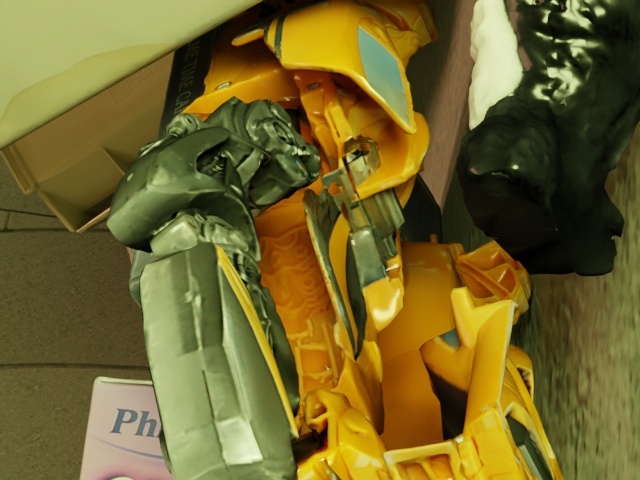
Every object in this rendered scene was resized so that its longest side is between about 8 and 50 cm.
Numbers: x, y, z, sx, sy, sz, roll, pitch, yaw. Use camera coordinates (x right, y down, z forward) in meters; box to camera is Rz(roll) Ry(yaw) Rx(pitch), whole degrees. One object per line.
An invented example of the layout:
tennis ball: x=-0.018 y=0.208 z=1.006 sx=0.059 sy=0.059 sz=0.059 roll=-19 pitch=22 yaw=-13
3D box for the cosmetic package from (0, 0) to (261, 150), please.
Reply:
cosmetic package: x=-0.065 y=-0.127 z=0.537 sx=0.309 sy=0.113 sz=0.160 roll=-19 pitch=24 yaw=48

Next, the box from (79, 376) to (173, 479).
box: x=-0.041 y=0.200 z=0.748 sx=0.213 sy=0.117 sz=0.243 roll=69 pitch=-153 yaw=-76

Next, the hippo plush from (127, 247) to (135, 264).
hippo plush: x=-0.034 y=-0.075 z=1.178 sx=0.294 sy=0.234 sz=0.236 roll=-11 pitch=88 yaw=42

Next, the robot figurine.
robot figurine: x=0.018 y=0.036 z=0.439 sx=0.291 sy=0.085 sz=0.211 roll=-93 pitch=-19 yaw=-64

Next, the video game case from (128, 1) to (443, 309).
video game case: x=0.000 y=0.000 z=0.656 sx=0.196 sy=0.026 sz=0.274 roll=56 pitch=-158 yaw=-30

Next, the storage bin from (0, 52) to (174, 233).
storage bin: x=-0.104 y=-0.177 z=0.959 sx=0.262 sy=0.260 sz=0.123 roll=-29 pitch=1 yaw=37

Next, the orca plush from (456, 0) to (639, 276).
orca plush: x=0.063 y=-0.143 z=0.371 sx=0.102 sy=0.151 sz=0.287 roll=-21 pitch=52 yaw=49
